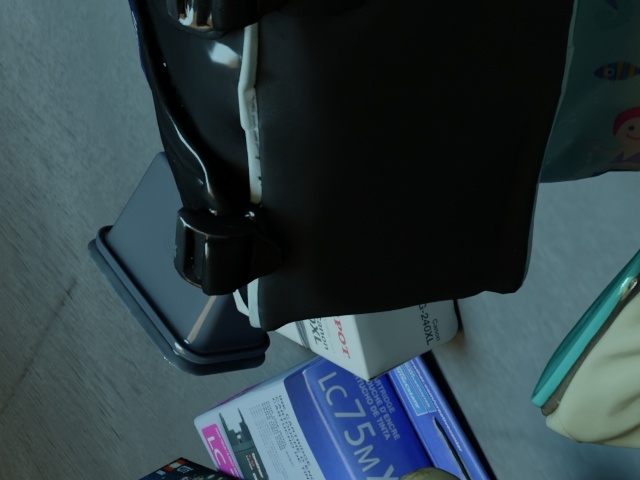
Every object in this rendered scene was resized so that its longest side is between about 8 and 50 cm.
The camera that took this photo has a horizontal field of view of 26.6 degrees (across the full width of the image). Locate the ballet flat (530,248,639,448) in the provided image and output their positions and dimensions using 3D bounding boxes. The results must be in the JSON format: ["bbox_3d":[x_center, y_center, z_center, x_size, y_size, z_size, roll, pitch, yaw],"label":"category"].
[{"bbox_3d":[0.146,0.008,0.470,0.086,0.086,0.248,54,155,23],"label":"ballet flat"}]

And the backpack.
[{"bbox_3d":[0.011,-0.129,0.442,0.225,0.191,0.253,91,160,-45],"label":"backpack"}]

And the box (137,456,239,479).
[{"bbox_3d":[-0.047,0.248,0.962,0.233,0.044,0.159,0,114,64],"label":"box"}]

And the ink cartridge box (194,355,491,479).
[{"bbox_3d":[0.017,0.169,0.885,0.186,0.065,0.311,63,154,3],"label":"ink cartridge box"}]

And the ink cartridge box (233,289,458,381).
[{"bbox_3d":[0.000,0.000,0.752,0.150,0.063,0.109,22,132,57],"label":"ink cartridge box"}]

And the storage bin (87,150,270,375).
[{"bbox_3d":[-0.072,0.008,0.888,0.135,0.098,0.091,50,124,31],"label":"storage bin"}]

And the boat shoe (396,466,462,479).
[{"bbox_3d":[0.089,0.269,0.575,0.341,0.110,0.122,58,155,19],"label":"boat shoe"}]
